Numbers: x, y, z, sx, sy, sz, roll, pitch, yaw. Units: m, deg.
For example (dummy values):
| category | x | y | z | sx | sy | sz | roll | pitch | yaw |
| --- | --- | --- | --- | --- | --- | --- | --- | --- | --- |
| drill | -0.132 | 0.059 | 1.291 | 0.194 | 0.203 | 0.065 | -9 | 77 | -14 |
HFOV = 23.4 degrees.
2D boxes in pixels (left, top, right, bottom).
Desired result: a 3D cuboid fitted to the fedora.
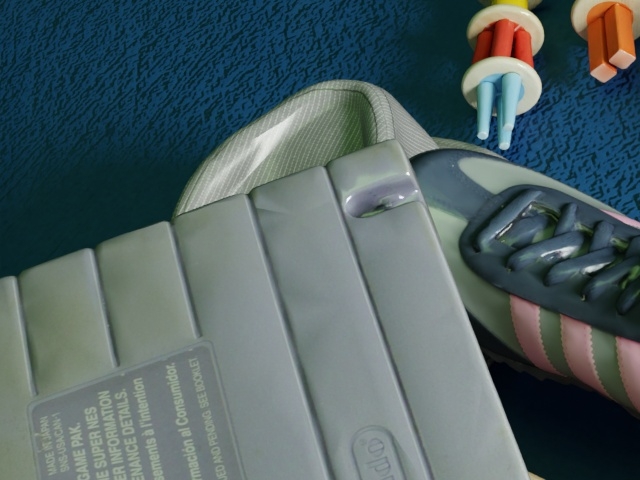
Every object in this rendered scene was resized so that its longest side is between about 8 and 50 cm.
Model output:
| category | x | y | z | sx | sy | sz | roll | pitch | yaw |
| --- | --- | --- | --- | --- | --- | --- | --- | --- | --- |
| fedora | 0.000 | 0.000 | 0.923 | 0.244 | 0.124 | 0.275 | 15 | 59 | 33 |

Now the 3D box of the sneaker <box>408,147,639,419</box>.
| category | x | y | z | sx | sy | sz | roll | pitch | yaw |
| --- | --- | --- | --- | --- | --- | --- | --- | --- | --- |
| sneaker | 0.164 | 0.026 | 0.759 | 0.319 | 0.131 | 0.112 | 31 | 65 | 19 |

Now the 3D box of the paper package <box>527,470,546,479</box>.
| category | x | y | z | sx | sy | sz | roll | pitch | yaw |
| --- | --- | --- | --- | --- | --- | --- | --- | --- | --- |
| paper package | 0.003 | 0.238 | 0.660 | 0.325 | 0.168 | 0.309 | 23 | 65 | 29 |

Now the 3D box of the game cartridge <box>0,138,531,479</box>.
| category | x | y | z | sx | sy | sz | roll | pitch | yaw |
| --- | --- | --- | --- | --- | --- | --- | --- | --- | --- |
| game cartridge | -0.023 | 0.136 | 0.601 | 0.230 | 0.068 | 0.355 | -22 | 52 | 6 |

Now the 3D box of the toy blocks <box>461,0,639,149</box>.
| category | x | y | z | sx | sy | sz | roll | pitch | yaw |
| --- | --- | --- | --- | --- | --- | --- | --- | --- | --- |
| toy blocks | 0.154 | -0.126 | 1.010 | 0.123 | 0.054 | 0.148 | -7 | 49 | 20 |
